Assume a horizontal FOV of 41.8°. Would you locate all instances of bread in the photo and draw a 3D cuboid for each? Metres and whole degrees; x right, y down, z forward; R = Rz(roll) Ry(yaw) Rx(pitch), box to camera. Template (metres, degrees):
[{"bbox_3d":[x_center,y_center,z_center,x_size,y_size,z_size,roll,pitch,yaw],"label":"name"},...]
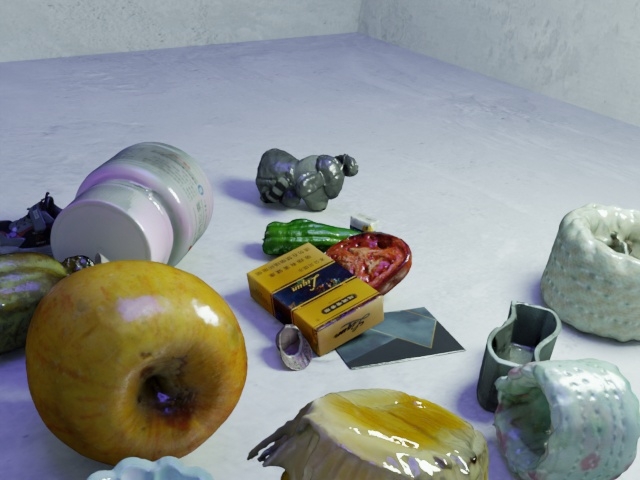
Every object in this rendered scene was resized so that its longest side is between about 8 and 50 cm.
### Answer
[{"bbox_3d":[0.087,0.293,0.989,0.236,0.183,0.389,26,5,30],"label":"bread"}]

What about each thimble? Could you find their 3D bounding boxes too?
[{"bbox_3d":[0.359,0.261,1.248,0.150,0.185,0.211,1,19,-15],"label":"thimble"},{"bbox_3d":[0.610,0.064,1.707,0.292,0.195,0.291,9,29,-5],"label":"thimble"}]

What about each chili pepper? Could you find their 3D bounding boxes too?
[{"bbox_3d":[0.000,0.001,1.791,0.254,0.083,0.099,6,-17,1],"label":"chili pepper"}]

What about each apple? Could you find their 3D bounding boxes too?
[{"bbox_3d":[-0.264,0.163,1.185,0.299,0.298,0.275,-5,14,-22],"label":"apple"}]

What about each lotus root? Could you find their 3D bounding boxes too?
[{"bbox_3d":[-0.522,0.100,1.400,0.309,0.173,0.173,-12,32,-33],"label":"lotus root"}]

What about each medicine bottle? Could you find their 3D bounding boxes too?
[{"bbox_3d":[-0.361,-0.041,1.623,0.241,0.241,0.302,11,26,9],"label":"medicine bottle"}]

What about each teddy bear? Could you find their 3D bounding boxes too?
[{"bbox_3d":[-0.047,-0.135,2.018,0.251,0.144,0.171,11,28,30],"label":"teddy bear"}]

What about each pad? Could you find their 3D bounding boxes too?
[{"bbox_3d":[0.131,0.178,1.567,0.243,0.004,0.163,-6,28,-24],"label":"pad"}]

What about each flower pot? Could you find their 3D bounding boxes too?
[{"bbox_3d":[0.344,0.203,1.452,0.103,0.108,0.229,18,29,22],"label":"flower pot"}]

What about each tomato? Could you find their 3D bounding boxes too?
[{"bbox_3d":[0.098,0.056,1.698,0.166,0.082,0.174,-38,41,-9],"label":"tomato"}]

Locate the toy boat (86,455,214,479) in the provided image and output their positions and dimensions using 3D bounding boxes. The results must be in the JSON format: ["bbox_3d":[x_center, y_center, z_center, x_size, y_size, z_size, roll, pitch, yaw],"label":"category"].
[{"bbox_3d":[-0.183,0.376,0.975,0.200,0.100,0.290,-8,28,-26],"label":"toy boat"}]

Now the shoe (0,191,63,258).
[{"bbox_3d":[-0.568,-0.032,1.690,0.228,0.125,0.099,3,29,-11],"label":"shoe"}]

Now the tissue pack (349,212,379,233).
[{"bbox_3d":[0.094,-0.014,1.860,0.062,0.083,0.042,27,33,35],"label":"tissue pack"}]

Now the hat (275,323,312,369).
[{"bbox_3d":[-0.052,0.191,1.465,0.058,0.042,0.087,-10,64,-25],"label":"hat"}]

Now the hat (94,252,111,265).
[{"bbox_3d":[-0.281,0.102,1.414,0.164,0.225,0.219,-19,33,-6],"label":"hat"}]

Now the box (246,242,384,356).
[{"bbox_3d":[-0.012,0.105,1.576,0.152,0.070,0.237,-26,37,-26],"label":"box"}]
